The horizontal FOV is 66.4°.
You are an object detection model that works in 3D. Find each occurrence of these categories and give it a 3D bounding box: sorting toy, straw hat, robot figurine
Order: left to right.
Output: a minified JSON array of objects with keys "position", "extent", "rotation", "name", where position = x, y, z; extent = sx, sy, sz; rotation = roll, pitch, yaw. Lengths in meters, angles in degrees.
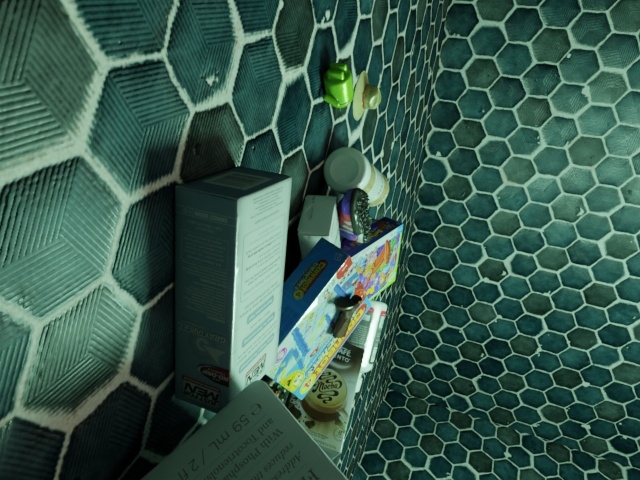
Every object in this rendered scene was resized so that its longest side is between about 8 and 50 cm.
[{"position":[-0.125,0.425,1.254],"extent":[0.274,0.046,0.133],"rotation":[21,83,-73],"name":"sorting toy"},{"position":[0.044,-0.366,1.165],"extent":[0.115,0.066,0.101],"rotation":[73,30,-58],"name":"robot figurine"},{"position":[0.146,-0.424,1.445],"extent":[0.144,0.061,0.145],"rotation":[13,90,-73],"name":"straw hat"}]

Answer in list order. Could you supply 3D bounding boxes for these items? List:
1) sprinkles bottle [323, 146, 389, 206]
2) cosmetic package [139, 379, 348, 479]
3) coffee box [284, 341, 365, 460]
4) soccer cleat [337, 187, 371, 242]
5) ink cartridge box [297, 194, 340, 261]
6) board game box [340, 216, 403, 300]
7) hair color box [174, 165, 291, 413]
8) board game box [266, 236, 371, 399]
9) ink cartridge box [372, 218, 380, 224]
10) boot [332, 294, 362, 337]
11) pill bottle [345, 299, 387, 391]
[{"position":[0.115,-0.175,1.429],"extent":[0.355,0.121,0.121],"rotation":[9,94,-72],"name":"sprinkles bottle"},{"position":[-0.069,0.507,0.753],"extent":[0.329,0.393,0.328],"rotation":[-39,148,-19],"name":"cosmetic package"},{"position":[0.001,0.424,1.355],"extent":[0.119,0.168,0.297],"rotation":[113,-3,-53],"name":"coffee box"},{"position":[0.072,-0.065,1.331],"extent":[0.318,0.116,0.109],"rotation":[55,49,-75],"name":"soccer cleat"},{"position":[0.000,0.000,1.237],"extent":[0.191,0.082,0.140],"rotation":[85,13,-48],"name":"ink cartridge box"},{"position":[0.132,0.093,1.583],"extent":[0.347,0.078,0.234],"rotation":[-30,134,-43],"name":"board game box"},{"position":[-0.148,0.080,0.829],"extent":[0.185,0.113,0.375],"rotation":[-38,138,-62],"name":"hair color box"},{"position":[-0.023,0.196,1.150],"extent":[0.308,0.086,0.302],"rotation":[-51,151,-14],"name":"board game box"},{"position":[0.166,0.000,1.778],"extent":[0.231,0.077,0.134],"rotation":[-23,124,-68],"name":"ink cartridge box"},{"position":[0.047,0.184,1.125],"extent":[0.106,0.037,0.114],"rotation":[-3,124,-55],"name":"boot"},{"position":[0.113,0.354,1.712],"extent":[0.176,0.176,0.319],"rotation":[32,72,-71],"name":"pill bottle"}]
